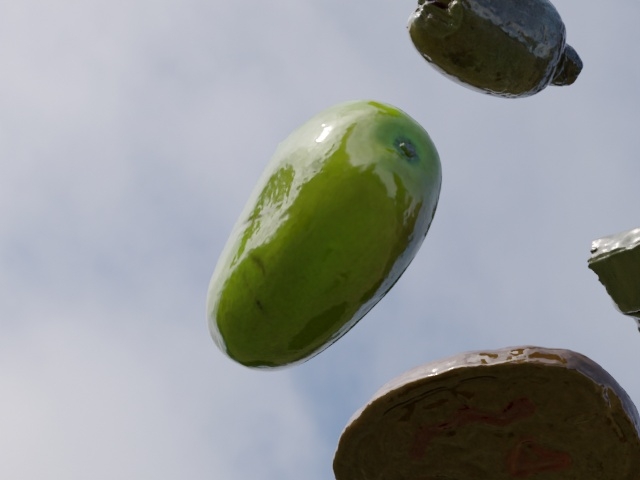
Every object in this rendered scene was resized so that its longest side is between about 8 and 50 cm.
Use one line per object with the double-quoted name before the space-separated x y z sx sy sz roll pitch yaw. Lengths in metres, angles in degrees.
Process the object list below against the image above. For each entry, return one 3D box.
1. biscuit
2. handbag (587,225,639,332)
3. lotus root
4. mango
"biscuit" 0.154 0.199 1.368 0.273 0.049 0.257 -27 -64 33
"handbag" 0.476 0.072 1.903 0.253 0.109 0.316 -9 -39 33
"lotus root" 0.164 -0.187 1.477 0.192 0.113 0.088 21 -7 -29
"mango" 0.002 0.001 0.865 0.089 0.163 0.117 27 4 -24
